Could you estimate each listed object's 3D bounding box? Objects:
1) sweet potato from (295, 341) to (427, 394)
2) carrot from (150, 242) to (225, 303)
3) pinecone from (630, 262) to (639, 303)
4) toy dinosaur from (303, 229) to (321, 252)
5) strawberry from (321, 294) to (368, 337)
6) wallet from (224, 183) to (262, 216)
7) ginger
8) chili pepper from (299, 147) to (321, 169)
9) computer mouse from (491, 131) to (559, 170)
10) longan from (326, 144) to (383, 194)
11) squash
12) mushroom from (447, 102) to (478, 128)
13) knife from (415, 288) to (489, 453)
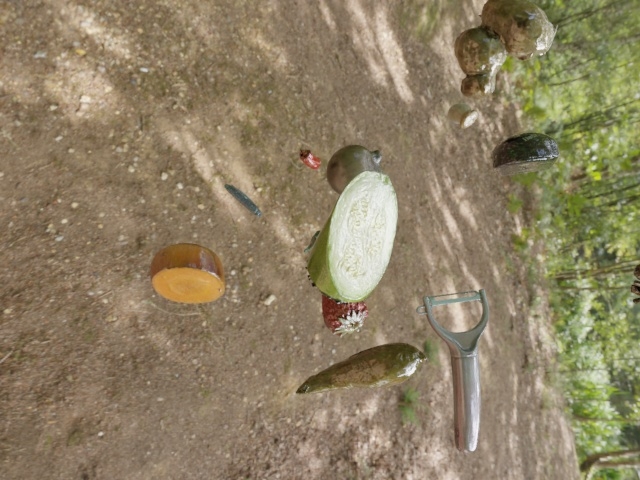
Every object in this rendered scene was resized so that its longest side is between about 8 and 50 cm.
[{"bbox_3d":[0.128,0.408,1.343,0.130,0.421,0.131,-19,90,-75],"label":"sweet potato"},{"bbox_3d":[-0.465,0.134,1.502,0.258,0.307,0.100,17,48,-22],"label":"carrot"},{"bbox_3d":[0.884,0.070,1.007,0.244,0.309,0.244,47,-4,4],"label":"pinecone"},{"bbox_3d":[0.017,0.001,1.786,0.119,0.292,0.080,4,78,-13],"label":"toy dinosaur"},{"bbox_3d":[0.086,0.271,1.839,0.205,0.205,0.245,31,21,-46],"label":"strawberry"},{"bbox_3d":[-0.222,-0.119,1.258,0.129,0.026,0.088,43,2,-3],"label":"wallet"},{"bbox_3d":[0.532,-0.592,1.318,0.245,0.304,0.155,54,30,11],"label":"ginger"},{"bbox_3d":[-0.046,-0.381,2.033,0.123,0.073,0.071,30,44,-54],"label":"chili pepper"},{"bbox_3d":[0.575,-0.249,1.222,0.269,0.169,0.101,-5,92,-67],"label":"computer mouse"},{"bbox_3d":[0.177,-0.336,2.121,0.300,0.300,0.243,30,31,-47],"label":"longan"},{"bbox_3d":[0.092,-0.004,0.988,0.189,0.261,0.189,21,35,-16],"label":"squash"},{"bbox_3d":[0.632,-0.564,1.930,0.213,0.096,0.088,-102,177,-65],"label":"mushroom"},{"bbox_3d":[0.227,0.225,0.707,0.053,0.123,0.279,-142,-134,-85],"label":"knife"}]
